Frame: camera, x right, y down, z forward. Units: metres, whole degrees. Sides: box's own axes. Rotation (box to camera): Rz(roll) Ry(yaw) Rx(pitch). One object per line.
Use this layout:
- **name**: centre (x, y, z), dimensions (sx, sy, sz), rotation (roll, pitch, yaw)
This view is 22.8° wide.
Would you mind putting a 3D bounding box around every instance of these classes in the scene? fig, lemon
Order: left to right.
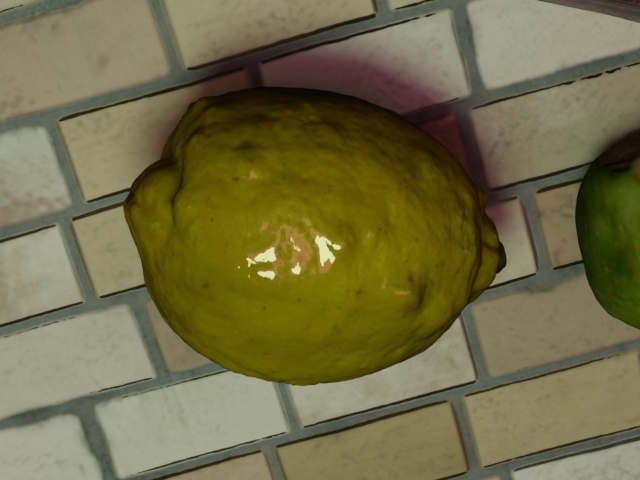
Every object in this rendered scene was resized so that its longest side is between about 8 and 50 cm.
- **lemon**: centre (-0.008, 0.000, 1.423), dimensions (0.285, 0.285, 0.316), rotation (-42, 115, 13)
- **fig**: centre (0.337, 0.017, 1.437), dimensions (0.206, 0.275, 0.206), rotation (-1, 114, -3)

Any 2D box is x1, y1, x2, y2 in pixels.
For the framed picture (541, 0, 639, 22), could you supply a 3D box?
- **framed picture**: centre (0.293, -0.324, 1.436), dimensions (0.197, 0.014, 0.252), rotation (11, 112, -7)
